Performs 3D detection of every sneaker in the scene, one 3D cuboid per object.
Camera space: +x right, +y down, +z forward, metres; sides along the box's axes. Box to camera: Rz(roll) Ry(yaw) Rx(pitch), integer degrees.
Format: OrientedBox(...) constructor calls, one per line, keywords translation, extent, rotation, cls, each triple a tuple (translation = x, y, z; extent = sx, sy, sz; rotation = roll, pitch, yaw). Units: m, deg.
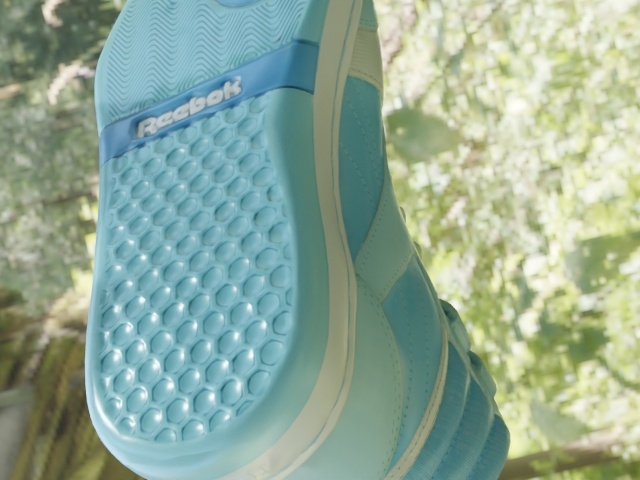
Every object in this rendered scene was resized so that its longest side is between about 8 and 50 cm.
OrientedBox(translation=(0.000, 0.000, 0.625), extent=(0.208, 0.127, 0.319), rotation=(48, -144, -43), cls="sneaker")
